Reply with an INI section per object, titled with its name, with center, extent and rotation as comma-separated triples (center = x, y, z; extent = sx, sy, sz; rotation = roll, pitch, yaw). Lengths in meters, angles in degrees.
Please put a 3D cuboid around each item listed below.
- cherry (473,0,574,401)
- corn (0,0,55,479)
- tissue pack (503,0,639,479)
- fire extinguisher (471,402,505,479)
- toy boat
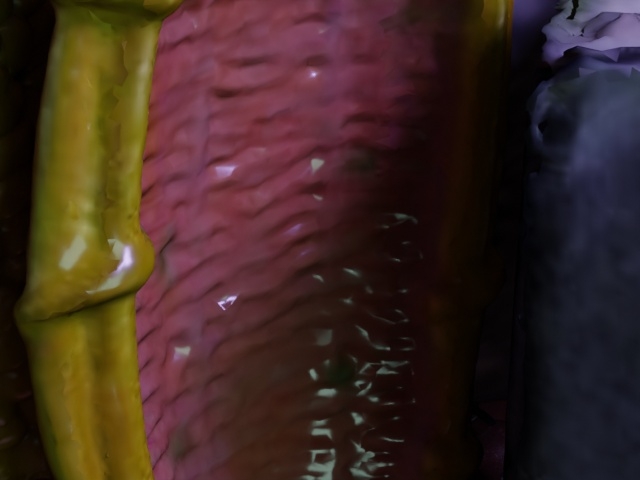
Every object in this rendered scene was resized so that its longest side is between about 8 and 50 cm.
[cherry]
center = 0.071, -0.084, 0.591
extent = 0.296, 0.218, 0.255
rotation = -50, 146, 0
[corn]
center = -0.112, -0.071, 0.431
extent = 0.102, 0.102, 0.313
rotation = -36, 131, -26
[tissue pack]
center = 0.184, 0.137, 0.469
extent = 0.124, 0.288, 0.394
rotation = -53, 148, -61
[fire extinguisher]
center = 0.062, 0.095, 0.712
extent = 0.046, 0.032, 0.100
rotation = -31, 112, 8
[toy boat]
center = -0.004, 0.000, 0.439
extent = 0.141, 0.099, 0.318
rotation = -19, 116, -40
